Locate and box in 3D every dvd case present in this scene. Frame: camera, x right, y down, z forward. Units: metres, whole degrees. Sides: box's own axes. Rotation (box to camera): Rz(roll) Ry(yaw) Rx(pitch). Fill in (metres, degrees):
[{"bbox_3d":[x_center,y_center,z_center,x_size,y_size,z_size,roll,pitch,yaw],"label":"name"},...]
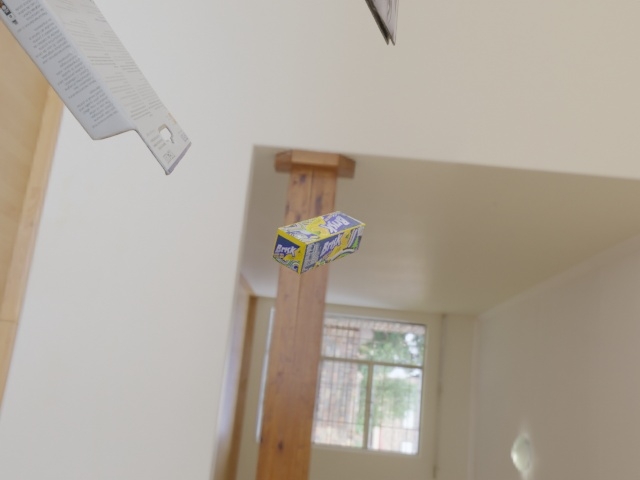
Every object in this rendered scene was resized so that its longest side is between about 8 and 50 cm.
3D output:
[{"bbox_3d":[0.087,-0.403,0.906,0.221,0.018,0.165,22,72,-72],"label":"dvd case"}]

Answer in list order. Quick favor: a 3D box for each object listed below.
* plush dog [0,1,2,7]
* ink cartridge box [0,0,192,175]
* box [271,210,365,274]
[{"bbox_3d":[-0.396,-0.294,0.547,0.211,0.262,0.225,-60,175,-25],"label":"plush dog"},{"bbox_3d":[-0.327,-0.246,0.939,0.330,0.071,0.324,58,4,-16],"label":"ink cartridge box"},{"bbox_3d":[0.000,0.000,0.994,0.169,0.059,0.054,-18,130,-54],"label":"box"}]
